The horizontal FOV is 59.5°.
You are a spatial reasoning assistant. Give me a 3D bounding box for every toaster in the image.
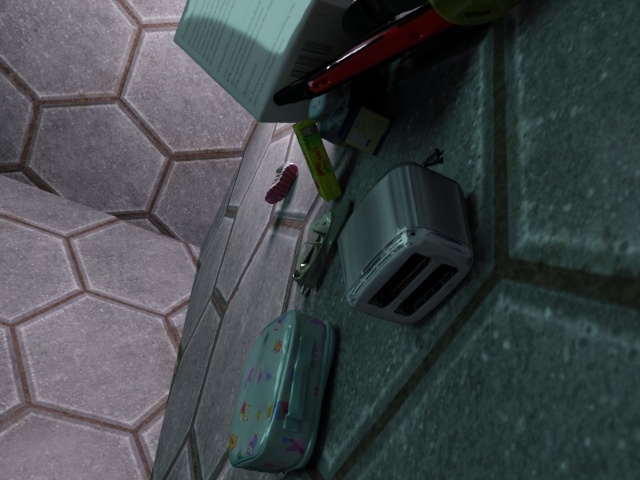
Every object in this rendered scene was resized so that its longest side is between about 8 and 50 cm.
[{"bbox_3d":[0.115,0.006,0.741,0.227,0.129,0.146,-52,27,39],"label":"toaster"}]

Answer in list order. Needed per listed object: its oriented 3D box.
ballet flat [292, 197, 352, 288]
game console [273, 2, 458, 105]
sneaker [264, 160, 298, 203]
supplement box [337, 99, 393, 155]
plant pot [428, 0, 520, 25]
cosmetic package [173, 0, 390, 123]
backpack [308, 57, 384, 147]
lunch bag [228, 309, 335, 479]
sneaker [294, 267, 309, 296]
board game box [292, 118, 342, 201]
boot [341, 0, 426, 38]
[{"bbox_3d":[0.000,0.000,1.203,0.213,0.068,0.072,-67,17,4],"label":"ballet flat"},{"bbox_3d":[0.088,-0.344,1.052,0.342,0.060,0.386,-33,16,-5],"label":"game console"},{"bbox_3d":[-0.130,-0.198,1.871,0.170,0.063,0.075,-55,21,24],"label":"sneaker"},{"bbox_3d":[0.093,-0.236,1.174,0.083,0.083,0.056,-63,17,19],"label":"supplement box"},{"bbox_3d":[0.204,-0.462,0.798,0.276,0.276,0.254,-48,49,49],"label":"plant pot"},{"bbox_3d":[-0.106,-0.551,1.465,0.393,0.327,0.329,46,124,22],"label":"cosmetic package"},{"bbox_3d":[0.050,-0.320,1.322,0.188,0.144,0.166,125,154,-55],"label":"backpack"},{"bbox_3d":[-0.067,0.276,1.003,0.224,0.108,0.279,-41,32,52],"label":"lunch bag"},{"bbox_3d":[-0.045,0.095,1.282,0.032,0.037,0.083,-58,21,27],"label":"sneaker"},{"bbox_3d":[-0.008,-0.187,1.301,0.043,0.181,0.092,-23,19,-5],"label":"board game box"},{"bbox_3d":[0.176,-0.534,1.200,0.263,0.091,0.229,-17,19,40],"label":"boot"}]
